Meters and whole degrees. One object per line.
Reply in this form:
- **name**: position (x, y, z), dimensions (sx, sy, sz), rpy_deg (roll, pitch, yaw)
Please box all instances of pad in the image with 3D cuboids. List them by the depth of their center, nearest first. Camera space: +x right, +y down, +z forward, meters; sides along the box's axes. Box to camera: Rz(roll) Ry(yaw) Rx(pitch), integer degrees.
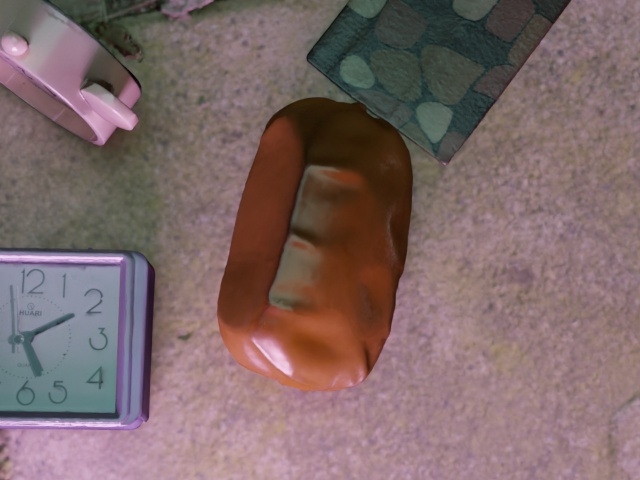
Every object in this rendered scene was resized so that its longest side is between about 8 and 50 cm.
- **pad**: position (0.115, -0.201, 1.170), dimensions (0.158, 0.003, 0.235), rpy_deg (37, 80, 4)

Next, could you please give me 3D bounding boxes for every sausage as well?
- **sausage**: position (-0.001, 0.000, 1.066), dimensions (0.136, 0.120, 0.241), rpy_deg (16, 79, -34)

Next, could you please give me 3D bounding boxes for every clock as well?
- **clock**: position (-0.231, 0.077, 1.061), dimensions (0.193, 0.073, 0.144), rpy_deg (1, 80, -3)
- **clock**: position (-0.218, -0.146, 1.062), dimensions (0.229, 0.155, 0.063), rpy_deg (25, 75, 38)
